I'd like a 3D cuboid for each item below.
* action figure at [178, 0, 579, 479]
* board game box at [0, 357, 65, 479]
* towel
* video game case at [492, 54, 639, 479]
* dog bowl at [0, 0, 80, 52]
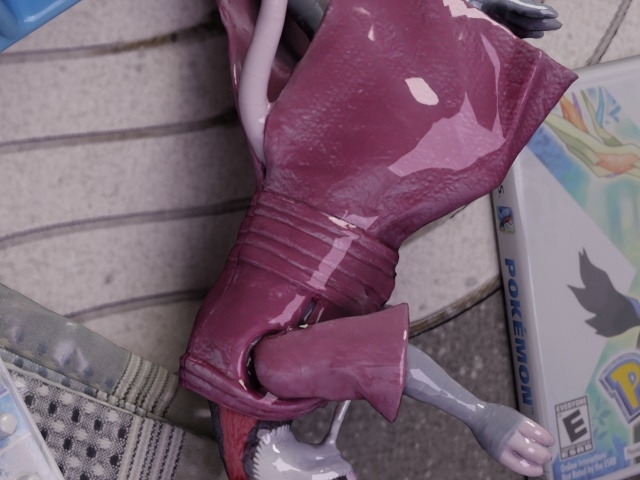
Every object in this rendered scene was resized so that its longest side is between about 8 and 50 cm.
[{"bbox_3d":[0.000,0.000,1.193,0.275,0.248,0.370,28,79,-29],"label":"action figure"},{"bbox_3d":[-0.284,0.171,1.013,0.390,0.050,0.390,-32,97,-41],"label":"board game box"},{"bbox_3d":[-0.182,0.186,1.152,0.312,0.056,0.324,26,59,-29],"label":"towel"},{"bbox_3d":[0.276,0.007,1.475,0.329,0.036,0.300,-14,102,-28],"label":"video game case"},{"bbox_3d":[-0.174,-0.140,0.931,0.297,0.166,0.074,-32,78,-2],"label":"dog bowl"}]
